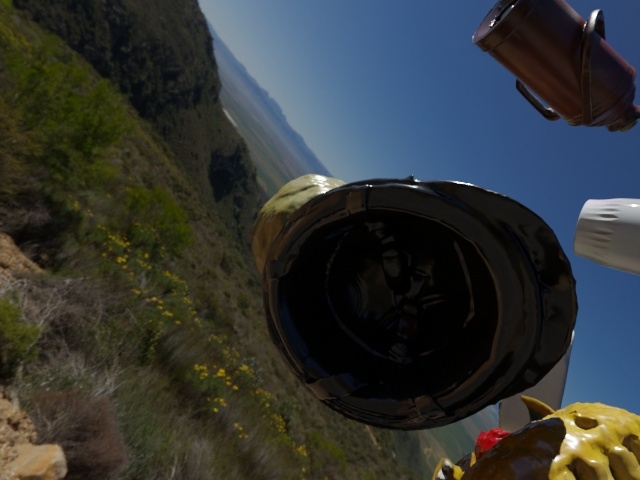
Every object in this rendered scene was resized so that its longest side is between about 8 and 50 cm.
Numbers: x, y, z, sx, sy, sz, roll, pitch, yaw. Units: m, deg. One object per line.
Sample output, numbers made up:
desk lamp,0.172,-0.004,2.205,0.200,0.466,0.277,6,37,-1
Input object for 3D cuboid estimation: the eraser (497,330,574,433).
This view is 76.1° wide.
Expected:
eraser,0.617,0.367,1.167,0.150,0.331,0.331,9,-20,31

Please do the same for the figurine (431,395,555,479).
figurine,0.334,0.481,0.599,0.387,0.401,0.268,31,-2,27

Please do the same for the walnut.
walnut,0.002,0.000,0.901,0.282,0.277,0.253,-11,54,-43

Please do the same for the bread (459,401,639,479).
bread,0.199,0.240,0.322,0.240,0.240,0.139,48,6,-35

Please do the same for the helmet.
helmet,0.087,0.048,0.415,0.160,0.279,0.231,-23,94,-66

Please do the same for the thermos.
thermos,0.306,-0.212,0.512,0.232,0.099,0.124,34,-22,-13

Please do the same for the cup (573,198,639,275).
cup,1.045,-0.005,1.304,0.371,0.253,0.253,15,-22,42
